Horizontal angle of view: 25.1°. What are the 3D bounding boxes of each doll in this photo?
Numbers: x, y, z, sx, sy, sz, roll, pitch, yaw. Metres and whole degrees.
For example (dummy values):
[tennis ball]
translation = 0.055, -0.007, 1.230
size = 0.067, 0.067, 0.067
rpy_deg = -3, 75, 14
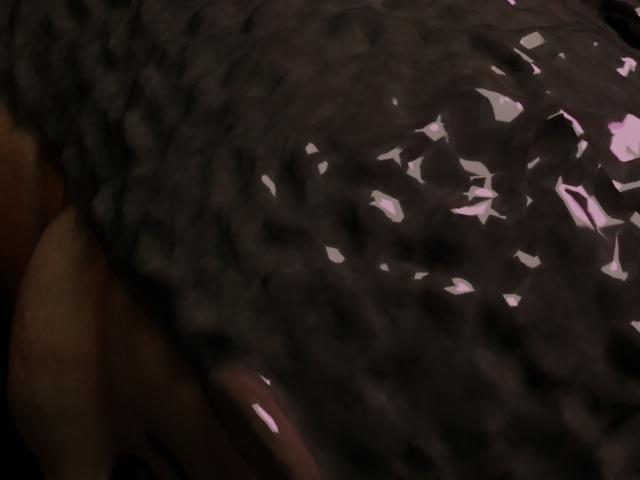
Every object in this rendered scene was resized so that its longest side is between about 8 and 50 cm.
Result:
[doll]
translation = 0.000, 0.000, 0.461
size = 0.247, 0.247, 0.349
rpy_deg = 9, 14, -24

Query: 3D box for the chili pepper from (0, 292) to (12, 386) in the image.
[chili pepper]
translation = -0.132, 0.002, 0.647
size = 0.100, 0.074, 0.257
rpy_deg = 33, 34, 8
